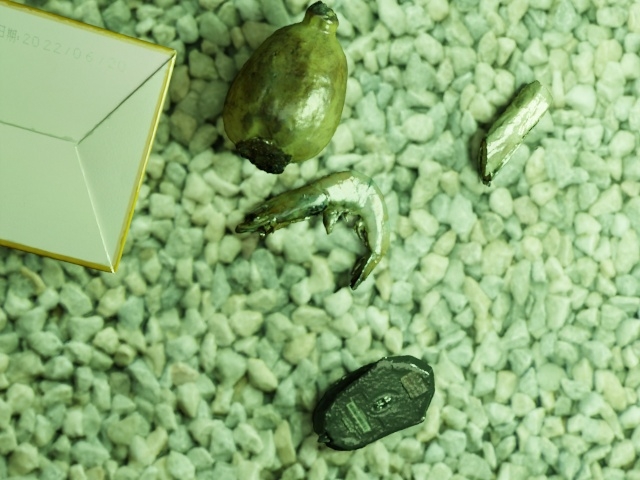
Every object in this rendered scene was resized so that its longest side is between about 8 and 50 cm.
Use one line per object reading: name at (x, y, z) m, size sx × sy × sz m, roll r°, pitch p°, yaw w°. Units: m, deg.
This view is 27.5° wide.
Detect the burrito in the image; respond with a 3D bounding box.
burrito at (0.244, -0.141, 1.682) m, size 0.055 × 0.041 × 0.149 m, roll 42°, pitch 84°, yaw -24°

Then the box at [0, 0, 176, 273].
box at (-0.337, -0.126, 1.473) m, size 0.283 × 0.214 × 0.260 m, roll 15°, pitch 92°, yaw -11°

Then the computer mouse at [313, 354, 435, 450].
computer mouse at (0.067, 0.203, 1.657) m, size 0.172 × 0.057 × 0.099 m, roll -31°, pitch 101°, yaw 3°

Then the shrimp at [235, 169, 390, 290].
shrimp at (-0.001, 0.000, 1.644) m, size 0.195 × 0.035 × 0.148 m, roll -20°, pitch 99°, yaw -12°

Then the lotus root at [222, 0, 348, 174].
lotus root at (-0.032, -0.184, 1.580) m, size 0.138 × 0.138 × 0.214 m, roll 29°, pitch 87°, yaw -12°
